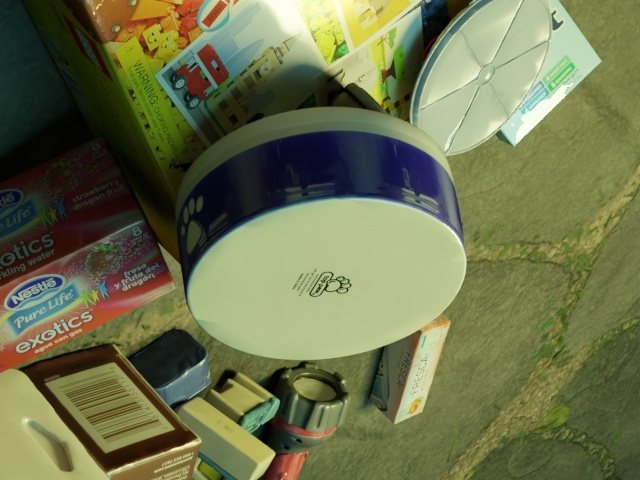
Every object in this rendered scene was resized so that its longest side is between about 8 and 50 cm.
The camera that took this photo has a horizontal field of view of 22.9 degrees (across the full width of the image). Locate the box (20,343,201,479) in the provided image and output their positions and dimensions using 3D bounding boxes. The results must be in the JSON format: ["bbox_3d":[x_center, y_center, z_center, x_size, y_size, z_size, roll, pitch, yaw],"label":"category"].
[{"bbox_3d":[-0.278,0.334,1.866,0.143,0.191,0.381,-14,135,-40],"label":"box"}]

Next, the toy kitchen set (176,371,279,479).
[{"bbox_3d":[-0.122,0.280,1.988,0.166,0.122,0.207,-60,167,19],"label":"toy kitchen set"}]

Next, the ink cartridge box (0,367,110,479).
[{"bbox_3d":[-0.394,0.371,1.686,0.166,0.285,0.395,1,123,-48],"label":"ink cartridge box"}]

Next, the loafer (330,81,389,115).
[{"bbox_3d":[0.059,-0.043,1.585,0.095,0.109,0.302,-39,149,-3],"label":"loafer"}]

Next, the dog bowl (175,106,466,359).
[{"bbox_3d":[0.000,0.000,1.465,0.265,0.104,0.265,-5,145,-4],"label":"dog bowl"}]

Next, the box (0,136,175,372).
[{"bbox_3d":[-0.290,0.026,1.540,0.257,0.128,0.122,-25,142,-6],"label":"box"}]

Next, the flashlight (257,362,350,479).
[{"bbox_3d":[-0.041,0.317,2.186,0.103,0.103,0.304,-58,166,-61],"label":"flashlight"}]

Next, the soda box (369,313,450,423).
[{"bbox_3d":[0.128,0.174,2.273,0.058,0.063,0.183,-18,136,-37],"label":"soda box"}]

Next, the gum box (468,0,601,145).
[{"bbox_3d":[0.232,-0.234,1.916,0.157,0.041,0.184,-44,117,-5],"label":"gum box"}]

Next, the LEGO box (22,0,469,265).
[{"bbox_3d":[-0.058,-0.217,1.541,0.372,0.193,0.500,-39,146,-13],"label":"LEGO box"}]

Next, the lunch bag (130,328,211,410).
[{"bbox_3d":[-0.183,0.164,1.908,0.098,0.067,0.065,-33,144,-22],"label":"lunch bag"}]

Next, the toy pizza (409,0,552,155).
[{"bbox_3d":[0.160,-0.177,1.623,0.201,0.032,0.201,-32,143,-27],"label":"toy pizza"}]
